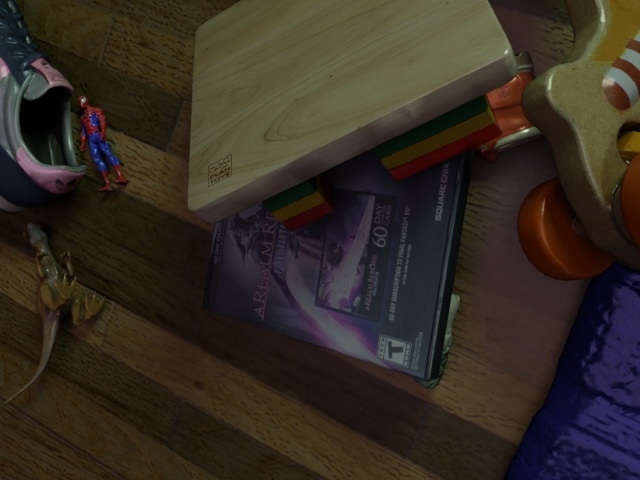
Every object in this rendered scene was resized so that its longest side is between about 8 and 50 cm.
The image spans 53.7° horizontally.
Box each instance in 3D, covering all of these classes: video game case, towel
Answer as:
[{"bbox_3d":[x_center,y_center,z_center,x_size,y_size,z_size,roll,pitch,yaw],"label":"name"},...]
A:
[{"bbox_3d":[0.000,0.000,0.601,0.274,0.026,0.196,11,95,35],"label":"video game case"},{"bbox_3d":[0.288,0.192,0.524,0.228,0.076,0.308,25,100,25],"label":"towel"}]

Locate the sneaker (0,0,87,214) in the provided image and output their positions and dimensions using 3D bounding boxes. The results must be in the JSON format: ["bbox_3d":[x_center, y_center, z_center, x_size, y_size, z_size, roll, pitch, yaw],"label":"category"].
[{"bbox_3d":[-0.339,-0.197,0.714,0.131,0.112,0.319,-11,96,25],"label":"sneaker"}]

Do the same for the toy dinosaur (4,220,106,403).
[{"bbox_3d":[-0.313,0.083,0.746,0.112,0.064,0.211,-10,78,37],"label":"toy dinosaur"}]

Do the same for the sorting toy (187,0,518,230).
[{"bbox_3d":[0.018,-0.144,0.547,0.257,0.089,0.255,-24,48,19],"label":"sorting toy"}]

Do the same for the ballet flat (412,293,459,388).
[{"bbox_3d":[0.092,0.042,0.584,0.070,0.070,0.188,-19,86,19],"label":"ballet flat"}]

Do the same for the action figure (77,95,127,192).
[{"bbox_3d":[-0.258,-0.114,0.731,0.038,0.030,0.115,-24,81,23],"label":"action figure"}]

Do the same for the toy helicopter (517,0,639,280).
[{"bbox_3d":[0.244,-0.151,0.479,0.235,0.140,0.355,-18,88,-19],"label":"toy helicopter"}]

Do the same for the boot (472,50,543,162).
[{"bbox_3d":[0.125,-0.105,0.580,0.158,0.059,0.084,-17,90,18],"label":"boot"}]
